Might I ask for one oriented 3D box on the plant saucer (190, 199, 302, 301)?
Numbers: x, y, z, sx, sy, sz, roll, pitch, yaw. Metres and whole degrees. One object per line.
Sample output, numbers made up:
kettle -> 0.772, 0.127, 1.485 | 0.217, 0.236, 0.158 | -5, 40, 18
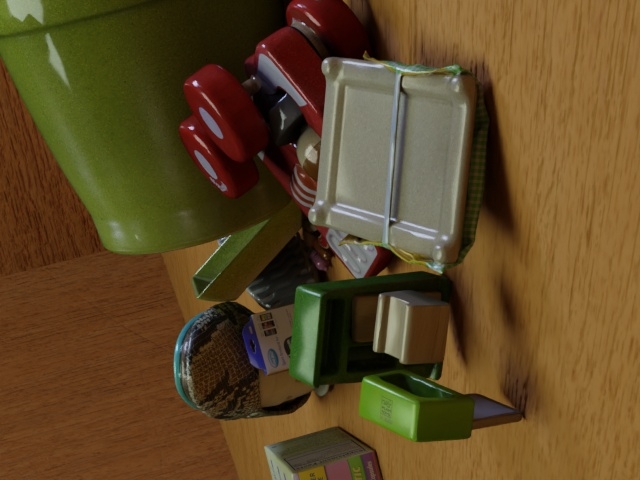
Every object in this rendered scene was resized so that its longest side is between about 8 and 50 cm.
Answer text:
plant saucer -> -0.091, 0.008, 1.818 | 0.045, 0.188, 0.188 | 42, 179, -11

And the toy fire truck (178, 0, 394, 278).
toy fire truck -> 0.002, -0.087, 1.362 | 0.254, 0.169, 0.302 | 50, 166, 6

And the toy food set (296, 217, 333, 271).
toy food set -> 0.000, 0.000, 1.766 | 0.122, 0.019, 0.078 | 139, 116, -69

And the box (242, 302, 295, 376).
box -> -0.032, 0.123, 1.764 | 0.028, 0.136, 0.081 | 121, 134, -75

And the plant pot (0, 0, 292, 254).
plant pot -> -0.188, -0.182, 1.587 | 0.366, 0.367, 0.353 | -140, 34, -71

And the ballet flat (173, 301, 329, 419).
ballet flat -> -0.076, 0.180, 1.935 | 0.483, 0.182, 0.164 | 64, -151, -79

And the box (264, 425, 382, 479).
box -> 0.019, 0.391, 1.910 | 0.243, 0.117, 0.213 | 180, 76, -79

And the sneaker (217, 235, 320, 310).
sneaker -> -0.053, 0.054, 1.940 | 0.115, 0.105, 0.281 | 58, 176, -27

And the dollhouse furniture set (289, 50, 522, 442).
dollhouse furniture set -> 0.099, -0.004, 1.160 | 0.197, 0.151, 0.301 | 19, 107, 53
